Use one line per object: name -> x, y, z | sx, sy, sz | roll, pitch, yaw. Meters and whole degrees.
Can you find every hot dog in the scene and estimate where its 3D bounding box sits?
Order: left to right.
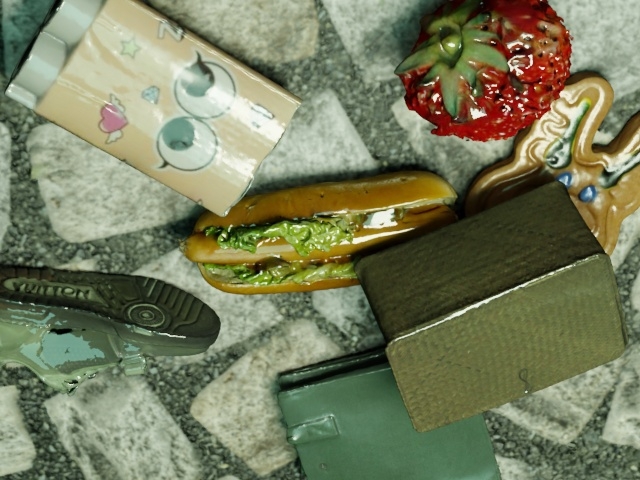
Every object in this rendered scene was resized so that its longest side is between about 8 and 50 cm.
hot dog -> 0.000, 0.000, 1.737 | 0.337, 0.100, 0.135 | -7, 117, -2

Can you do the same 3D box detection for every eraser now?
eraser -> -0.188, -0.166, 1.649 | 0.290, 0.087, 0.171 | 30, 106, -17

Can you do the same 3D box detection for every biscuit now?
biscuit -> 0.283, -0.041, 1.772 | 0.202, 0.047, 0.334 | 30, 110, -18

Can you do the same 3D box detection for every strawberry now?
strawberry -> 0.201, -0.194, 1.629 | 0.201, 0.184, 0.187 | 12, 93, -49

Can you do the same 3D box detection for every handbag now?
handbag -> 0.088, 0.255, 1.880 | 0.260, 0.079, 0.248 | -16, 116, 4

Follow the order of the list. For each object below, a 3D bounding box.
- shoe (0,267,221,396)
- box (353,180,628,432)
shoe -> -0.275, 0.125, 1.777 | 0.292, 0.109, 0.149 | 11, 118, -6
box -> 0.199, 0.079, 1.696 | 0.273, 0.143, 0.184 | -22, 133, 1
